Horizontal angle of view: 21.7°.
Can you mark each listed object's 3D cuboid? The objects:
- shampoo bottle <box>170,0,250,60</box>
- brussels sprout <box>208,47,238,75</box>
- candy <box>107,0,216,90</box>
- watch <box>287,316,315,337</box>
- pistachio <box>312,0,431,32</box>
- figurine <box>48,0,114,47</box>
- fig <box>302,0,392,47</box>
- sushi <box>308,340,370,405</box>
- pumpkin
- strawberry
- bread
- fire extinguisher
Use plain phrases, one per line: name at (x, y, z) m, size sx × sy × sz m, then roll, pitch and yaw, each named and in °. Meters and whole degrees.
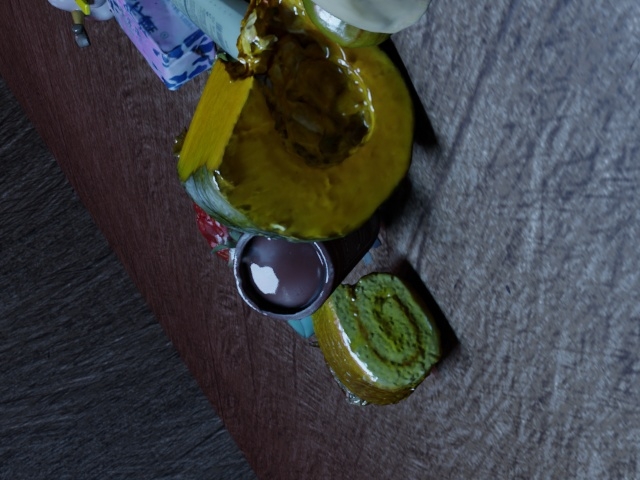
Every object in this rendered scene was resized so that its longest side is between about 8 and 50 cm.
shampoo bottle at (-0.107, -0.236, 1.676) m, size 0.212 × 0.049 × 0.072 m, roll 45°, pitch 165°, yaw 46°
brussels sprout at (-0.081, -0.174, 1.712) m, size 0.085 × 0.058 × 0.085 m, roll 36°, pitch 148°, yaw 27°
candy at (-0.186, -0.256, 1.886) m, size 0.160 × 0.073 × 0.092 m, roll 54°, pitch 168°, yaw 24°
watch at (-0.058, 0.007, 2.042) m, size 0.237 × 0.068 × 0.195 m, roll 56°, pitch 170°, yaw -2°
pistachio at (0.012, -0.226, 1.068) m, size 0.200 × 0.117 × 0.145 m, roll 56°, pitch 148°, yaw -10°
figurine at (-0.290, -0.350, 2.010) m, size 0.137 × 0.112 × 0.229 m, roll -1°, pitch 106°, yaw 67°
fig at (0.033, -0.182, 1.203) m, size 0.098 × 0.082 × 0.084 m, roll 3°, pitch 88°, yaw 57°
sushi at (0.039, 0.161, 2.050) m, size 0.120 × 0.052 × 0.055 m, roll 56°, pitch -177°, yaw 25°
pumpkin at (-0.048, -0.133, 1.348) m, size 0.280 × 0.190 × 0.139 m, roll 63°, pitch 169°, yaw -18°
strawberry at (-0.084, -0.042, 1.893) m, size 0.131 × 0.131 × 0.148 m, roll 72°, pitch -173°, yaw -46°
bread at (0.058, 0.099, 1.687) m, size 0.132 × 0.103 × 0.172 m, roll 58°, pitch 169°, yaw 8°
fire extinguisher at (0.000, 0.000, 1.562) m, size 0.105 × 0.104 × 0.269 m, roll 60°, pitch -162°, yaw -5°
